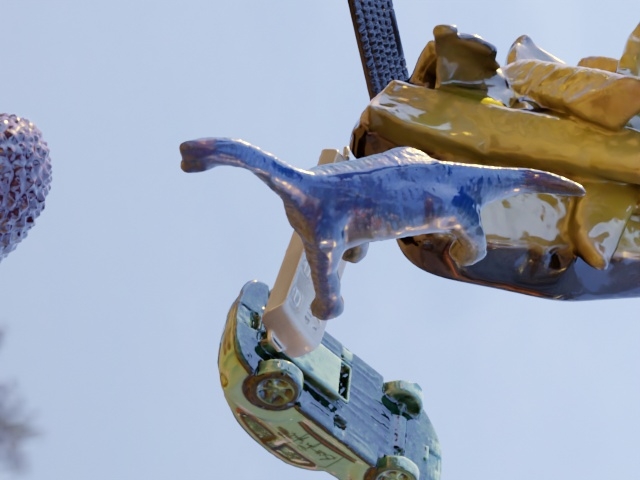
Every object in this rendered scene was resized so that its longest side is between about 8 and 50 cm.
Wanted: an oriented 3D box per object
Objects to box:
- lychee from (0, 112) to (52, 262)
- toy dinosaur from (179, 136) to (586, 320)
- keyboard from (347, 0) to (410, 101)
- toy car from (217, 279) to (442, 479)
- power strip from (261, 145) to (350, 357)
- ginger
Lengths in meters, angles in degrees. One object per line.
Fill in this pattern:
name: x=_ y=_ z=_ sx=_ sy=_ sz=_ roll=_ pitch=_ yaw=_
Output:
lychee: x=-0.367 y=-0.045 z=1.894 sx=0.188 sy=0.188 sz=0.188 roll=171 pitch=-90 yaw=-76
toy dinosaur: x=0.044 y=-0.042 z=1.197 sx=0.188 sy=0.247 sz=0.075 roll=75 pitch=-1 yaw=-55
keyboard: x=0.052 y=-0.237 z=1.908 sx=0.013 sy=0.061 sz=0.204 roll=12 pitch=-54 yaw=40
toy car: x=-0.002 y=0.175 z=1.975 sx=0.125 sy=0.306 sz=0.136 roll=-33 pitch=-150 yaw=29
power strip: x=0.000 y=0.000 z=1.672 sx=0.060 sy=0.027 sz=0.253 roll=55 pitch=37 yaw=-33
ginger: x=0.238 y=-0.130 z=1.748 sx=0.358 sy=0.413 sz=0.211 roll=56 pitch=-40 yaw=36
